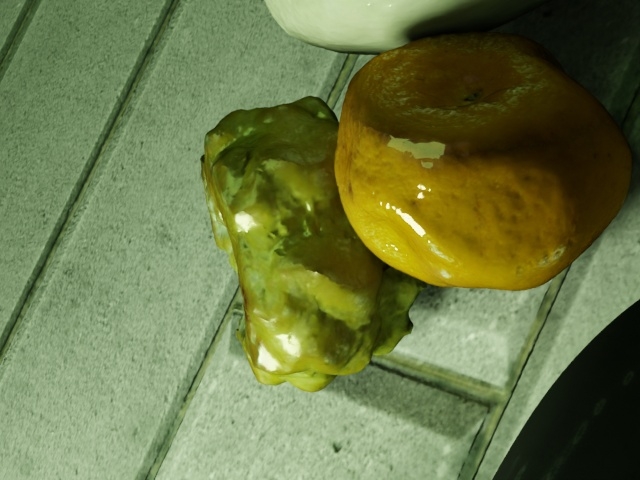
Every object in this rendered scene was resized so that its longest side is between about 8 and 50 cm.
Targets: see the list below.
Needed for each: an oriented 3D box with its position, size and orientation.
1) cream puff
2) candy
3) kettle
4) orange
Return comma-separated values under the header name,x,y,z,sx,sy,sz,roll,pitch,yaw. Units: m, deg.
name,x,y,z,sx,sy,sz,roll,pitch,yaw
cream puff,0.000,0.000,1.535,0.185,0.282,0.282,-16,37,-7
candy,0.130,-0.280,1.512,0.386,0.186,0.427,-33,11,-33
kettle,0.206,0.157,1.124,0.268,0.207,0.290,-28,31,58
orange,0.135,-0.055,1.386,0.249,0.183,0.249,-5,33,3
